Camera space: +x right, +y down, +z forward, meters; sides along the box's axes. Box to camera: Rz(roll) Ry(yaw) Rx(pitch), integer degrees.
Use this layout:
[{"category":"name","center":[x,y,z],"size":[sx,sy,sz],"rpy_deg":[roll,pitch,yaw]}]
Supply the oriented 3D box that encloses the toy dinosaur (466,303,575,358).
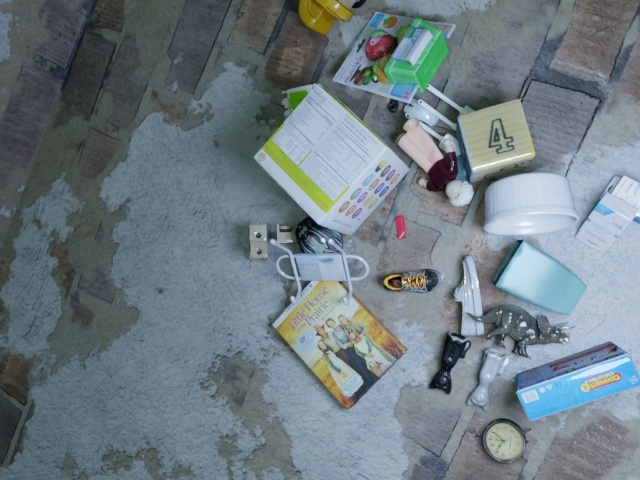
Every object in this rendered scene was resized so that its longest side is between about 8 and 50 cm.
[{"category":"toy dinosaur","center":[0.625,0.276,1.721],"size":[0.313,0.121,0.160],"rpy_deg":[24,86,15]}]

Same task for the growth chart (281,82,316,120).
[{"category":"growth chart","center":[-0.066,-0.496,2.093],"size":[0.171,0.021,0.238],"rpy_deg":[-15,80,20]}]

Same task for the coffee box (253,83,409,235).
[{"category":"coffee box","center":[0.050,-0.265,1.860],"size":[0.334,0.337,0.338],"rpy_deg":[-48,71,10]}]

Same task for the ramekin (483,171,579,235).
[{"category":"ramekin","center":[0.644,-0.110,1.665],"size":[0.277,0.277,0.135],"rpy_deg":[-5,76,20]}]

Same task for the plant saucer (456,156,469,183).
[{"category":"plant saucer","center":[0.471,-0.232,1.867],"size":[0.119,0.021,0.120],"rpy_deg":[-2,85,20]}]

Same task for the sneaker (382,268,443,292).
[{"category":"sneaker","center":[0.317,0.144,1.863],"size":[0.214,0.083,0.084],"rpy_deg":[-10,81,18]}]

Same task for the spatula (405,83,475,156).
[{"category":"spatula","center":[0.427,-0.422,1.874],"size":[0.242,0.019,0.168],"rpy_deg":[36,103,4]}]

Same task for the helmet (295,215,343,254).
[{"category":"helmet","center":[0.000,0.000,1.956],"size":[0.169,0.169,0.162],"rpy_deg":[-45,60,12]}]

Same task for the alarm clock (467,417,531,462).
[{"category":"alarm clock","center":[0.574,0.639,1.734],"size":[0.191,0.064,0.130],"rpy_deg":[6,88,19]}]

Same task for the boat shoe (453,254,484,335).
[{"category":"boat shoe","center":[0.489,0.185,1.792],"size":[0.088,0.096,0.268],"rpy_deg":[-7,91,15]}]

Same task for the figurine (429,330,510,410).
[{"category":"figurine","center":[0.490,0.439,1.779],"size":[0.214,0.092,0.210],"rpy_deg":[21,101,20]}]

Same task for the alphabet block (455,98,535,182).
[{"category":"alphabet block","center":[0.560,-0.315,1.740],"size":[0.197,0.192,0.194],"rpy_deg":[-14,83,10]}]

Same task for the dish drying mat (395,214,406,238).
[{"category":"dish drying mat","center":[0.288,-0.048,1.928],"size":[0.032,0.008,0.083],"rpy_deg":[-10,82,21]}]

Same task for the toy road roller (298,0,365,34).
[{"category":"toy road roller","center":[-0.010,-0.937,2.018],"size":[0.329,0.202,0.241],"rpy_deg":[46,112,16]}]

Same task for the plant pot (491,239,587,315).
[{"category":"plant pot","center":[0.689,0.127,1.685],"size":[0.234,0.165,0.166],"rpy_deg":[31,97,12]}]

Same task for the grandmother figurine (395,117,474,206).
[{"category":"grandmother figurine","center":[0.391,-0.248,1.824],"size":[0.104,0.208,0.342],"rpy_deg":[-25,65,-25]}]

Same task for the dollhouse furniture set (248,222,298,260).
[{"category":"dollhouse furniture set","center":[-0.181,0.008,2.060],"size":[0.183,0.129,0.129],"rpy_deg":[-2,85,-9]}]

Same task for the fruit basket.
[{"category":"fruit basket","center":[0.250,-0.668,1.901],"size":[0.353,0.165,0.327],"rpy_deg":[29,83,29]}]

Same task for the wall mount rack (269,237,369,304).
[{"category":"wall mount rack","center":[-0.020,0.085,1.839],"size":[0.349,0.131,0.304],"rpy_deg":[-1,126,19]}]

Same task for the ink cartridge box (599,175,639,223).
[{"category":"ink cartridge box","center":[0.945,-0.128,1.643],"size":[0.143,0.090,0.092],"rpy_deg":[34,98,19]}]

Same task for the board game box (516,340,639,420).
[{"category":"board game box","center":[0.736,0.402,1.565],"size":[0.308,0.302,0.086],"rpy_deg":[-26,78,17]}]

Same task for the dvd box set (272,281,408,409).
[{"category":"dvd box set","center":[0.063,0.351,1.952],"size":[0.308,0.062,0.420],"rpy_deg":[-47,72,10]}]

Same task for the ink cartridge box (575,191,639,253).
[{"category":"ink cartridge box","center":[0.874,-0.051,1.648],"size":[0.104,0.180,0.060],"rpy_deg":[34,61,20]}]

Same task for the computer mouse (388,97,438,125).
[{"category":"computer mouse","center":[0.338,-0.478,1.926],"size":[0.193,0.042,0.106],"rpy_deg":[32,96,20]}]
